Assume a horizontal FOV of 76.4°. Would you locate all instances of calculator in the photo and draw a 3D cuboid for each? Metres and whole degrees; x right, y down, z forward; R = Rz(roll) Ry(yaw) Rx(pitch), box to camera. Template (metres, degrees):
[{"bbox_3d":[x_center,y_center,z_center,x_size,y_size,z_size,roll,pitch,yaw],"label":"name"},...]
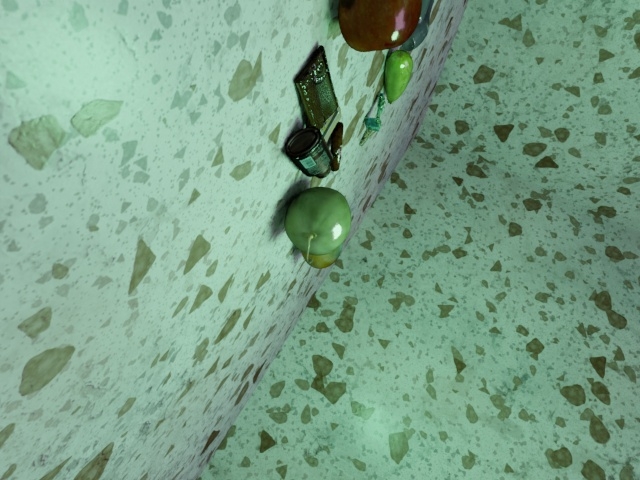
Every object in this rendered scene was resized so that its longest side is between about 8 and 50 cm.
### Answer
[{"bbox_3d":[0.011,-0.414,1.362,0.157,0.033,0.236,-60,166,0],"label":"calculator"}]

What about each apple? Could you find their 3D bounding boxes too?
[{"bbox_3d":[0.150,-0.614,1.052,0.230,0.230,0.230,-57,168,-19],"label":"apple"}]

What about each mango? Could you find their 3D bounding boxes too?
[{"bbox_3d":[0.000,0.000,1.922,0.221,0.199,0.384,-48,152,-24],"label":"mango"}]

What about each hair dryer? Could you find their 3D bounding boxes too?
[{"bbox_3d":[0.419,-0.955,1.574,0.361,0.121,0.301,112,3,-67],"label":"hair dryer"}]

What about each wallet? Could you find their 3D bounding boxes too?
[{"bbox_3d":[-0.005,-0.425,1.180,0.132,0.039,0.243,-55,160,-10],"label":"wallet"}]

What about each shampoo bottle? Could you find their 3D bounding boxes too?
[{"bbox_3d":[-0.024,-0.280,1.363,0.129,0.084,0.323,-36,171,7],"label":"shampoo bottle"}]

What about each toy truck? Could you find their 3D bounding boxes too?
[{"bbox_3d":[0.258,-0.608,1.919,0.067,0.081,0.175,9,91,-79],"label":"toy truck"}]

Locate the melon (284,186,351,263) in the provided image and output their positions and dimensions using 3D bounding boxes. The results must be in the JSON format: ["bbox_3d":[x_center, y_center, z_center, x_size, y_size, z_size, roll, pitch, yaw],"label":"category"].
[{"bbox_3d":[-0.008,-0.078,1.536,0.271,0.272,0.308,-63,-174,9],"label":"melon"}]

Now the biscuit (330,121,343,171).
[{"bbox_3d":[0.060,-0.355,1.542,0.192,0.050,0.191,-176,-90,-87],"label":"biscuit"}]

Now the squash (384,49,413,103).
[{"bbox_3d":[0.353,-0.739,1.865,0.118,0.118,0.370,-60,170,-6],"label":"squash"}]

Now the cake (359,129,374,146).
[{"bbox_3d":[0.239,-0.544,2.069,0.140,0.055,0.051,-45,173,11],"label":"cake"}]
